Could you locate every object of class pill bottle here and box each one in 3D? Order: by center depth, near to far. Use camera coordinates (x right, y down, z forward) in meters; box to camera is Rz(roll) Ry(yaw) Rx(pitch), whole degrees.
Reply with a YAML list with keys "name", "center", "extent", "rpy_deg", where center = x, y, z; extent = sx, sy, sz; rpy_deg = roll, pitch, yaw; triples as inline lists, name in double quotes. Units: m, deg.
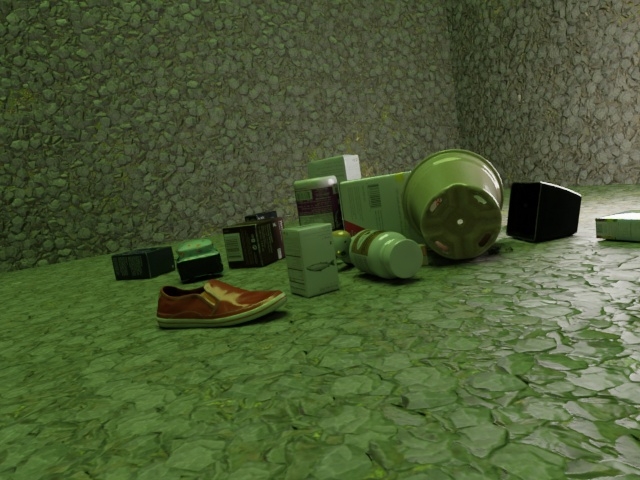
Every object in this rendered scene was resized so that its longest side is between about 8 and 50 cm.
- name: "pill bottle"
  center: [0.181, 0.038, 1.336]
  extent: [0.131, 0.131, 0.229]
  rpy_deg: [-11, 8, -19]
- name: "pill bottle"
  center: [0.000, -0.087, 1.823]
  extent: [0.169, 0.302, 0.169]
  rpy_deg: [-8, 8, 1]

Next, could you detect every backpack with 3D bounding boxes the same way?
- name: "backpack"
  center: [-0.456, 0.069, 1.783]
  extent: [0.165, 0.145, 0.188]
  rpy_deg: [-16, 6, -15]

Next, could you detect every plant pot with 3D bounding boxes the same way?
- name: "plant pot"
  center: [0.418, -0.094, 1.471]
  extent: [0.333, 0.334, 0.305]
  rpy_deg: [-7, 16, 12]
- name: "plant pot"
  center: [0.749, -0.096, 1.593]
  extent: [0.166, 0.188, 0.188]
  rpy_deg: [3, 6, -5]

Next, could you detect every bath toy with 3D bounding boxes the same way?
- name: "bath toy"
  center: [0.022, 0.035, 1.601]
  extent: [0.348, 0.151, 0.129]
  rpy_deg: [-2, 45, 40]

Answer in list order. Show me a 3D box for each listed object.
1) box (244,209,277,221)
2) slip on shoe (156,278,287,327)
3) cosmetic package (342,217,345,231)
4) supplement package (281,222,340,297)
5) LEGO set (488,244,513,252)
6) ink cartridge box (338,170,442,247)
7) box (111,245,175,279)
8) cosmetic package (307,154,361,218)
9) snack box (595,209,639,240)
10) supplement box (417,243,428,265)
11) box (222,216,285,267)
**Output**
- name: "box"
  center: [-0.261, -0.038, 2.208]
  extent: [0.077, 0.180, 0.147]
  rpy_deg: [-5, 7, 33]
- name: "slip on shoe"
  center: [-0.242, 0.143, 1.141]
  extent: [0.331, 0.102, 0.123]
  rpy_deg: [-5, 6, 14]
- name: "cosmetic package"
  center: [0.178, -0.043, 1.978]
  extent: [0.237, 0.127, 0.107]
  rpy_deg: [-6, 7, 6]
- name: "supplement package"
  center: [-0.026, 0.050, 1.292]
  extent: [0.105, 0.180, 0.105]
  rpy_deg: [-13, 8, -30]
- name: "LEGO set"
  center: [0.538, 0.030, 1.450]
  extent: [0.083, 0.024, 0.054]
  rpy_deg: [10, 17, 26]
- name: "ink cartridge box"
  center: [0.274, -0.103, 1.745]
  extent: [0.384, 0.280, 0.160]
  rpy_deg: [-8, 6, 2]
- name: "box"
  center: [-0.746, 0.095, 2.024]
  extent: [0.207, 0.108, 0.153]
  rpy_deg: [-5, 7, 25]
- name: "cosmetic package"
  center: [0.086, -0.204, 2.305]
  extent: [0.217, 0.385, 0.156]
  rpy_deg: [-6, 6, 33]
- name: "snack box"
  center: [0.933, -0.044, 1.361]
  extent: [0.174, 0.070, 0.207]
  rpy_deg: [-11, 7, -22]
- name: "supplement box"
  center: [0.271, 0.047, 1.439]
  extent: [0.098, 0.062, 0.036]
  rpy_deg: [-8, 7, 12]
- name: "box"
  center: [-0.258, 0.006, 1.919]
  extent: [0.166, 0.169, 0.203]
  rpy_deg: [-5, 9, 28]
